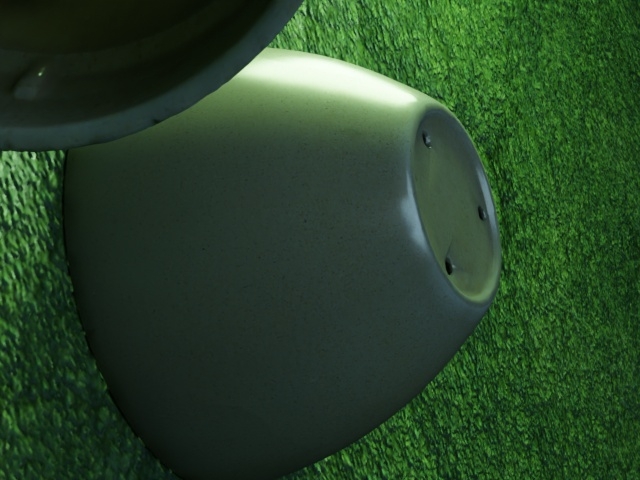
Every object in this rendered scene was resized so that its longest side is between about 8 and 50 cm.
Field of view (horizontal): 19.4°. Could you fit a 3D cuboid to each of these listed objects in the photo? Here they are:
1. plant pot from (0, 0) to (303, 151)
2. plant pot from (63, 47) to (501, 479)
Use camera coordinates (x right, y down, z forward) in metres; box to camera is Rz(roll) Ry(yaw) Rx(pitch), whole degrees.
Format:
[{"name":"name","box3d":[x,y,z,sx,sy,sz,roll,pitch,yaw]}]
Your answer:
[{"name":"plant pot","box3d":[-0.124,-0.249,0.955,0.305,0.334,0.334,-67,137,-68]},{"name":"plant pot","box3d":[0.000,0.000,1.166,0.284,0.191,0.284,38,45,-51]}]
